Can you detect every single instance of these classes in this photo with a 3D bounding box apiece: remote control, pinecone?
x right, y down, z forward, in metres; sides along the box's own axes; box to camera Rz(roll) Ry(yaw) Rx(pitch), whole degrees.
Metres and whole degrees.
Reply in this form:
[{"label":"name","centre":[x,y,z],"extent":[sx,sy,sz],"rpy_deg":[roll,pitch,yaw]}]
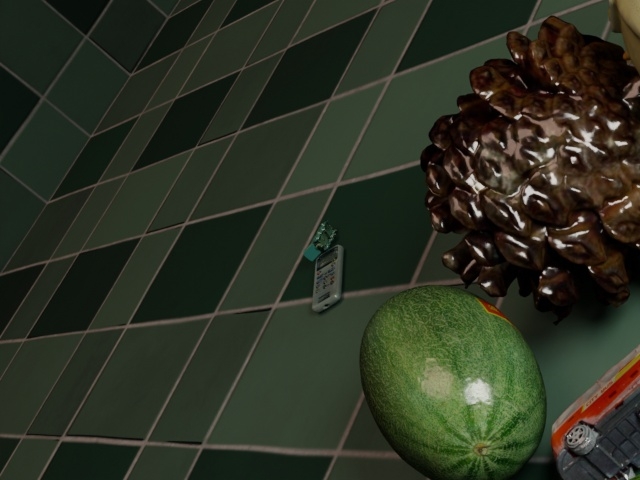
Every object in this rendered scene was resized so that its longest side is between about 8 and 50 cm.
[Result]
[{"label":"remote control","centre":[0.012,0.057,1.628],"extent":[0.053,0.018,0.124],"rpy_deg":[-32,31,28]},{"label":"pinecone","centre":[0.250,-0.060,1.149],"extent":[0.296,0.298,0.242],"rpy_deg":[-40,-14,13]}]

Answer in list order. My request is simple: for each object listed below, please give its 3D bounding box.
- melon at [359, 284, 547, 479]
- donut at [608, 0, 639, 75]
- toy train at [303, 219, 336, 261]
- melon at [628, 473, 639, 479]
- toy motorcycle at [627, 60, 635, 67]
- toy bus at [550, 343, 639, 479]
[{"label":"melon","centre":[0.133,0.143,1.140],"extent":[0.182,0.182,0.287],"rpy_deg":[-45,28,9]},{"label":"donut","centre":[0.445,-0.204,0.995],"extent":[0.371,0.150,0.307],"rpy_deg":[15,51,18]},{"label":"toy train","centre":[0.000,0.000,1.694],"extent":[0.045,0.029,0.092],"rpy_deg":[-44,8,20]},{"label":"melon","centre":[0.248,0.277,0.869],"extent":[0.209,0.118,0.064],"rpy_deg":[-53,20,-19]},{"label":"toy motorcycle","centre":[0.381,-0.178,1.309],"extent":[0.225,0.073,0.152],"rpy_deg":[-38,26,23]},{"label":"toy bus","centre":[0.289,0.159,1.003],"extent":[0.174,0.079,0.077],"rpy_deg":[-44,18,12]}]
